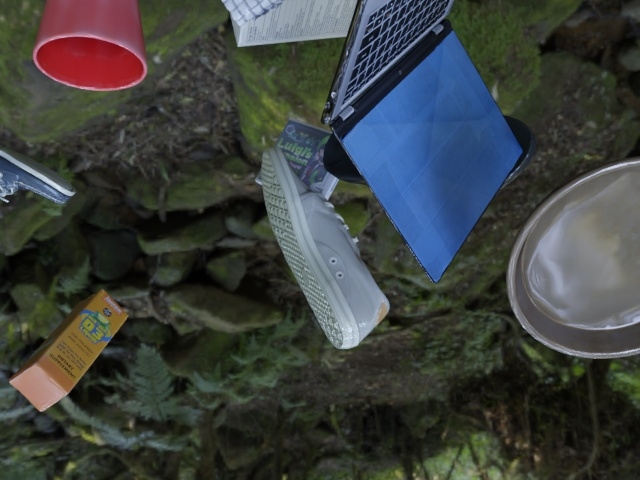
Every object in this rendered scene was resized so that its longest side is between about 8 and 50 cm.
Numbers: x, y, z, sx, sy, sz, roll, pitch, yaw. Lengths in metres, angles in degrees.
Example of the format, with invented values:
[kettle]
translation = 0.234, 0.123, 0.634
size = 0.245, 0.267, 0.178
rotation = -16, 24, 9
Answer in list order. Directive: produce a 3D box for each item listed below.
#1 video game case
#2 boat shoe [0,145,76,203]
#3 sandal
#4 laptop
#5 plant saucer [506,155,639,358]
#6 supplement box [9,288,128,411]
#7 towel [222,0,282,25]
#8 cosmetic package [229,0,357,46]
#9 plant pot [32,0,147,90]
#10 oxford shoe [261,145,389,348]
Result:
[video game case]
translation = -0.034, -0.178, 1.551
size = 0.190, 0.173, 0.022
rotation = 24, 170, 29
[boat shoe]
translation = -0.550, -0.121, 1.171
size = 0.254, 0.079, 0.095
rotation = 28, 180, -12
[sandal]
translation = 0.176, -0.168, 1.292
size = 0.445, 0.168, 0.107
rotation = 4, 164, 37
[laptop]
translation = 0.202, -0.233, 0.925
size = 0.382, 0.236, 0.408
rotation = -48, 165, -40
[plant saucer]
translation = 0.355, 0.022, 0.805
size = 0.277, 0.278, 0.041
rotation = -7, -149, 5
[supplement box]
translation = -0.425, 0.181, 1.175
size = 0.080, 0.078, 0.233
rotation = -34, -163, 23
[towel]
translation = -0.102, -0.516, 1.068
size = 0.235, 0.284, 0.121
rotation = -33, -169, 15
[cosmetic package]
translation = -0.019, -0.486, 1.356
size = 0.309, 0.113, 0.160
rotation = -8, 163, -15
[plant pot]
translation = -0.560, -0.541, 1.691
size = 0.274, 0.243, 0.275
rotation = -1, 166, 0
[oxford shoe]
translation = 0.000, 0.000, 1.352
size = 0.130, 0.450, 0.169
rotation = -20, 155, -18
